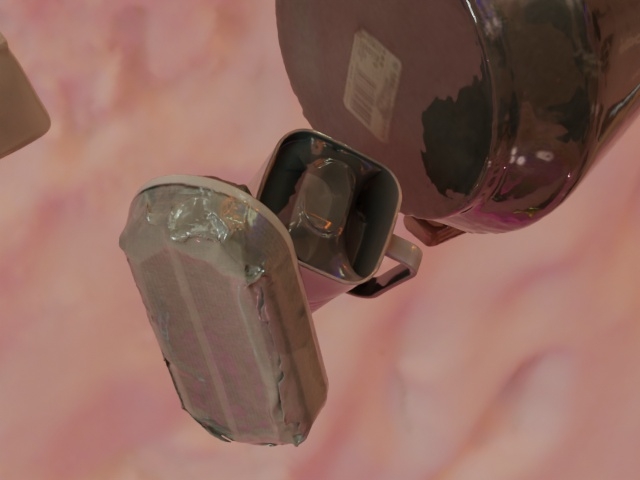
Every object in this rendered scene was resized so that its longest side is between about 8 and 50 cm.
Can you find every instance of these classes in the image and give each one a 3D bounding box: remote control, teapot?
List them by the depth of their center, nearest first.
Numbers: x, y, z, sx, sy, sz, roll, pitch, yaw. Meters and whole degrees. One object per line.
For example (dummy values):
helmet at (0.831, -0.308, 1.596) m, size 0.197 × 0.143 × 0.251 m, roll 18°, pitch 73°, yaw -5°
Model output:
remote control at (-0.057, 0.050, 1.069) m, size 0.247 × 0.104 × 0.052 m, roll 76°, pitch 29°, yaw -50°
teapot at (0.173, -0.163, 1.347) m, size 0.361 × 0.305 × 0.376 m, roll -24°, pitch 143°, yaw -31°

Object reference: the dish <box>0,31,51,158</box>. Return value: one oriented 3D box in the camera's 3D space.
dish at (-0.285, -0.130, 1.054) m, size 0.154 × 0.234 × 0.064 m, roll -32°, pitch 151°, yaw -48°

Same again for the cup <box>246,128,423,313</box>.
cup at (0.000, 0.000, 1.189) m, size 0.128 × 0.129 × 0.095 m, roll 24°, pitch 65°, yaw -13°
